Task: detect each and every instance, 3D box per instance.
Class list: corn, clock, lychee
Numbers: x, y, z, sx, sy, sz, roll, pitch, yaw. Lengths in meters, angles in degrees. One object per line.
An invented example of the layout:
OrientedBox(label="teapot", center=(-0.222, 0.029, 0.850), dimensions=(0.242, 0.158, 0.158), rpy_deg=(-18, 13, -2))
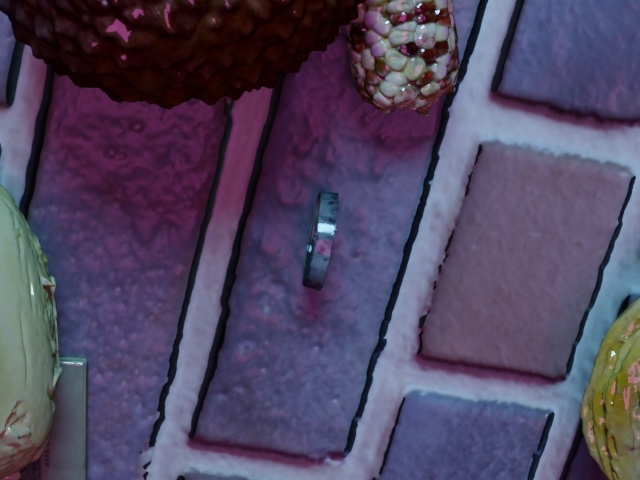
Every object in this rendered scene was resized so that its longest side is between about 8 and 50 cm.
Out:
OrientedBox(label="corn", center=(0.055, -0.233, 0.835), dimensions=(0.092, 0.092, 0.281), rpy_deg=(-8, 107, -4))
OrientedBox(label="clock", center=(0.000, 0.000, 0.904), dimensions=(0.017, 0.085, 0.085), rpy_deg=(10, 107, -4))
OrientedBox(label="lychee", center=(-0.101, -0.218, 0.726), dimensions=(0.300, 0.264, 0.264), rpy_deg=(17, 106, -25))

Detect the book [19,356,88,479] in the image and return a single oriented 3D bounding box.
OrientedBox(label="book", center=(-0.350, 0.197, 0.956), dimensions=(0.282, 0.025, 0.215), rpy_deg=(1, 106, -8))

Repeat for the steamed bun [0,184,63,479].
OrientedBox(label="steamed bun", center=(-0.322, 0.078, 0.832), dimensions=(0.231, 0.166, 0.273), rpy_deg=(-5, 98, -7))

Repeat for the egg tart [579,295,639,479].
OrientedBox(label="egg tart", center=(0.379, 0.134, 0.974), dimensions=(0.318, 0.128, 0.319), rpy_deg=(-2, 106, -7))
